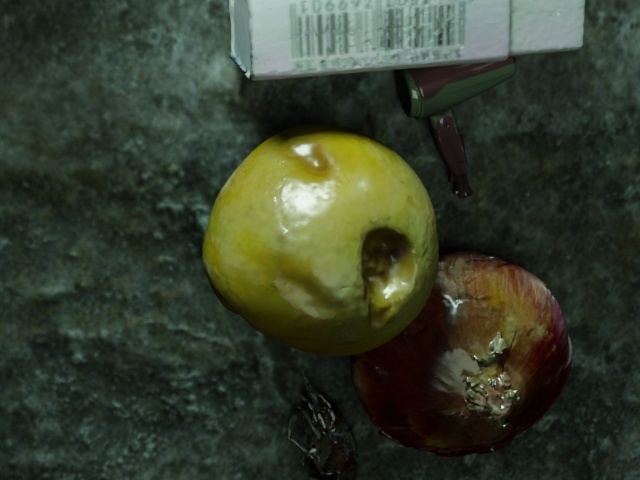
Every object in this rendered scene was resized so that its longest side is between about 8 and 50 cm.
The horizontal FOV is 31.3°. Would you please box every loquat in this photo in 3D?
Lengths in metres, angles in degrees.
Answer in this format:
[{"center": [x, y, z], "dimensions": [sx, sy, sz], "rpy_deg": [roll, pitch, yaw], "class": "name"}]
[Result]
[{"center": [0.005, 0.000, 1.006], "dimensions": [0.213, 0.213, 0.213], "rpy_deg": [-6, 116, -12], "class": "loquat"}]

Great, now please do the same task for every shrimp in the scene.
[{"center": [-0.001, 0.198, 1.169], "dimensions": [0.065, 0.056, 0.165], "rpy_deg": [-20, 115, 2], "class": "shrimp"}]

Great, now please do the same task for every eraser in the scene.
[{"center": [0.069, -0.193, 0.965], "dimensions": [0.287, 0.130, 0.086], "rpy_deg": [-6, 112, -10], "class": "eraser"}]

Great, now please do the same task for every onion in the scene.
[{"center": [0.148, 0.129, 1.116], "dimensions": [0.230, 0.163, 0.230], "rpy_deg": [-11, 121, -18], "class": "onion"}]

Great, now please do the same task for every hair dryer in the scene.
[{"center": [0.128, -0.108, 1.072], "dimensions": [0.106, 0.054, 0.154], "rpy_deg": [-16, 127, -12], "class": "hair dryer"}]
